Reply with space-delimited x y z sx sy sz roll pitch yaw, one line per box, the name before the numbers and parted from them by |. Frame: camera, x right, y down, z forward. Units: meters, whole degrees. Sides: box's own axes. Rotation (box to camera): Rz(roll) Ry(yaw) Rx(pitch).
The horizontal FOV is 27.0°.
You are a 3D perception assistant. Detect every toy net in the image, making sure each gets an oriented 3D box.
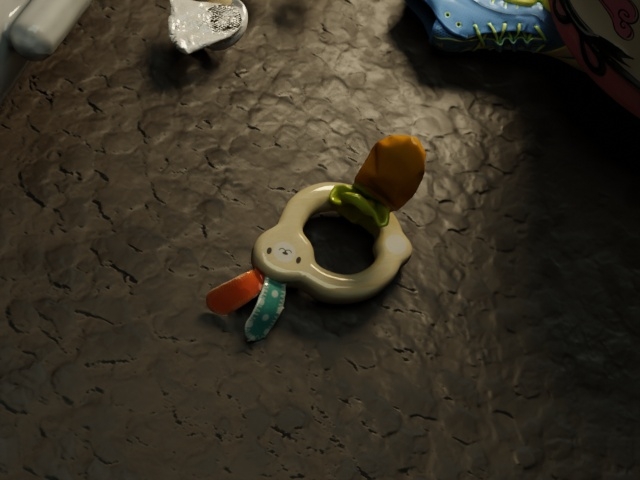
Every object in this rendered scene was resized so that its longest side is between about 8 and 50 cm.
toy net | -0.073 -0.260 1.394 0.122 0.045 0.232 31 63 5

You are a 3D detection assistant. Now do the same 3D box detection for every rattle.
rattle | 0.000 0.000 1.214 0.199 0.143 0.130 -20 85 -26

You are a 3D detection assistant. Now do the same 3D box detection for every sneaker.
sneaker | 0.187 -0.226 1.409 0.240 0.091 0.126 38 81 11

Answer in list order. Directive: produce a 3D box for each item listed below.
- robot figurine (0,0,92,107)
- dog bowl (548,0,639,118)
robot figurine | -0.348 -0.236 1.239 0.300 0.200 0.353 14 59 19
dog bowl | 0.409 -0.253 1.332 0.408 0.150 0.408 11 50 -13
